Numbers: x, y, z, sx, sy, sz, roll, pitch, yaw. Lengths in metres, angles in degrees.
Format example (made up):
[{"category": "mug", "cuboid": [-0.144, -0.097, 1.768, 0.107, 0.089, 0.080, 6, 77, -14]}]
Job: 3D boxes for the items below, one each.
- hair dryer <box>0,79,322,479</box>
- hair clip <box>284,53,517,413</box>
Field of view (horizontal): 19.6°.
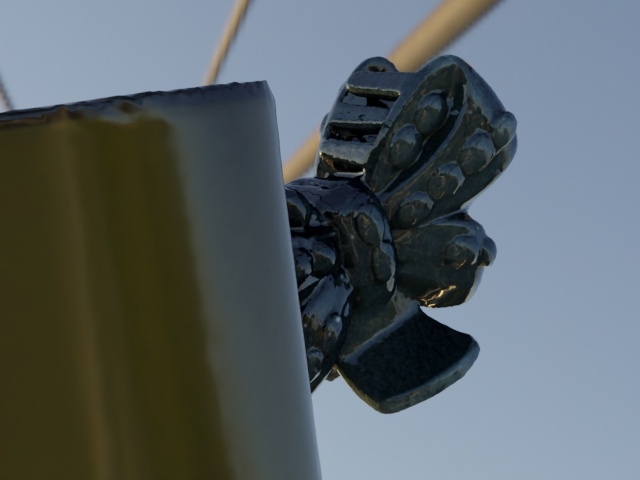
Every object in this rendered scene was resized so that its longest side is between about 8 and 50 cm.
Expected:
[{"category": "hair dryer", "cuboid": [-0.065, 0.036, 0.450, 0.090, 0.135, 0.278, -10, 5, -12]}, {"category": "hair clip", "cuboid": [0.004, 0.004, 1.310, 0.194, 0.310, 0.206, 7, -61, 53]}]
